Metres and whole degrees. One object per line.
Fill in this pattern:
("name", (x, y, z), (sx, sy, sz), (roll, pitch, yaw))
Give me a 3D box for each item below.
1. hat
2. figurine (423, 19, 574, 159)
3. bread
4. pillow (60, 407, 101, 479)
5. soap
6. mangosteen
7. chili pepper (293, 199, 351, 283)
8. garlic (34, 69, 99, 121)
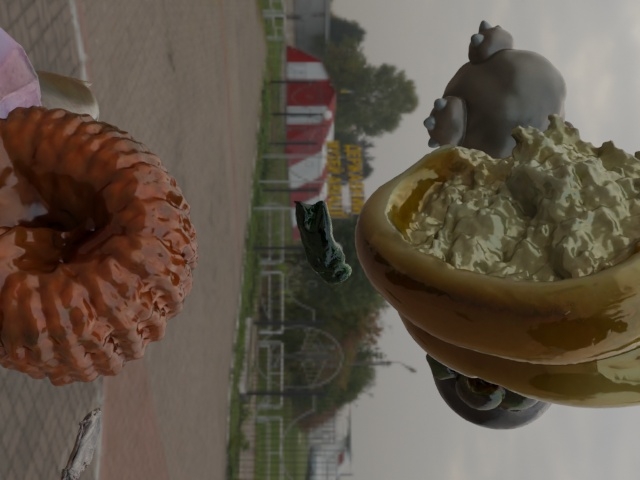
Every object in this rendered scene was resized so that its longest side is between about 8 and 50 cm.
("hat", (-0.277, 0.062, 0.813), (0.400, 0.286, 0.285), (100, -8, -56))
("figurine", (0.355, -0.181, 1.252), (0.248, 0.381, 0.203), (-57, -154, -7))
("bread", (0.251, 0.021, 0.888), (0.329, 0.424, 0.245), (-53, 134, -20))
("pillow", (-0.508, 0.473, 1.498), (0.135, 0.049, 0.248), (121, -14, -78))
("soap", (-0.519, -0.180, 1.082), (0.324, 0.193, 0.109), (-29, -156, 50))
("mangosteen", (0.387, 0.273, 1.586), (0.311, 0.312, 0.310), (180, -90, -89))
("chili pepper", (0.000, 0.001, 1.729), (0.224, 0.098, 0.061), (66, 20, -13))
("garlic", (-0.440, -0.211, 1.202), (0.266, 0.148, 0.128), (49, -7, 40))
